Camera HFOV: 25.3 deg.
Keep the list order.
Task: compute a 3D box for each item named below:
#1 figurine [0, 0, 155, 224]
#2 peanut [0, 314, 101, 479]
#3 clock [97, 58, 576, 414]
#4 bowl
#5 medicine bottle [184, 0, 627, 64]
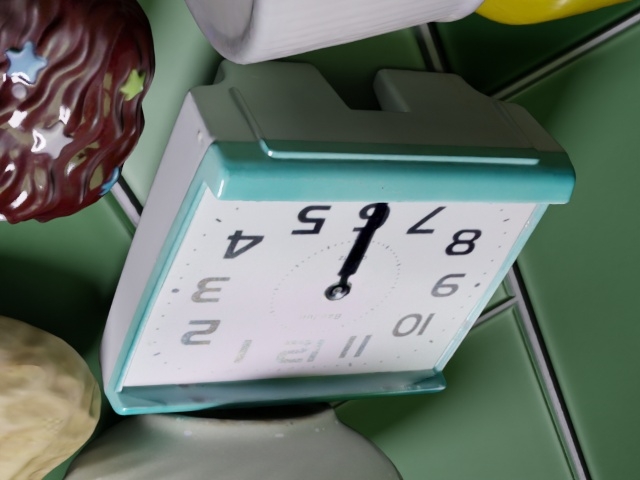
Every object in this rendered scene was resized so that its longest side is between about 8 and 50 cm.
[{"bbox_3d":[-0.185,-0.048,0.766,0.240,0.115,0.175,-46,136,17],"label":"figurine"},{"bbox_3d":[-0.255,0.134,0.909,0.197,0.110,0.233,12,122,-38],"label":"peanut"},{"bbox_3d":[0.000,0.000,0.939,0.262,0.116,0.231,0,135,-30],"label":"clock"},{"bbox_3d":[-0.060,0.183,0.992,0.277,0.277,0.145,-2,96,-30],"label":"bowl"},{"bbox_3d":[0.116,-0.220,0.696,0.384,0.224,0.224,-17,137,-16],"label":"medicine bottle"}]
